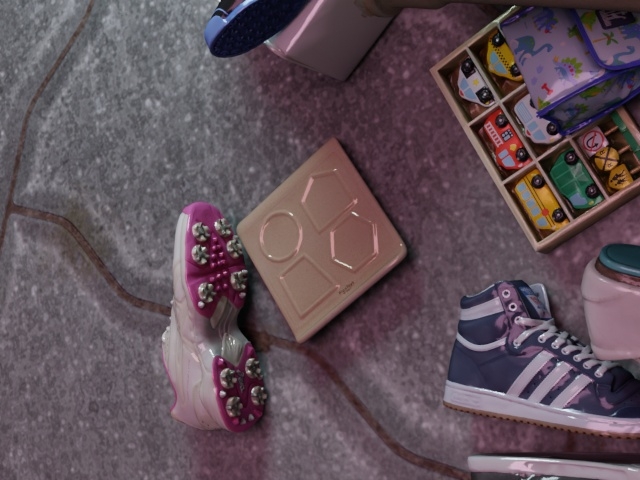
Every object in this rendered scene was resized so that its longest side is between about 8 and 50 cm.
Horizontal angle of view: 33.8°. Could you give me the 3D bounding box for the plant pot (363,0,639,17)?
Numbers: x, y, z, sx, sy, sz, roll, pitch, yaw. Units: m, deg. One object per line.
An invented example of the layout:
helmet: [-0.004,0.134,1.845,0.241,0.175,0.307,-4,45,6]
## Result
plant pot: [0.229,-0.349,0.988,0.305,0.334,0.334,14,91,16]

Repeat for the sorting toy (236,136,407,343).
sorting toy: [0.000,0.000,1.356,0.193,0.038,0.208,-41,59,21]

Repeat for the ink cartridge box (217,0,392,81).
ink cartridge box: [0.020,-0.439,1.324,0.279,0.160,0.385,46,108,27]

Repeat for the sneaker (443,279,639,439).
sneaker: [0.263,0.122,1.130,0.282,0.099,0.153,4,87,36]

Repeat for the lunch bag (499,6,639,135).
lunch bag: [0.286,-0.207,1.117,0.151,0.096,0.129,-28,64,24]

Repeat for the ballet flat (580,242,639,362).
ballet flat: [0.445,0.103,0.998,0.400,0.139,0.139,12,90,22]

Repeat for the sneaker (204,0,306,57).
sneaker: [-0.056,-0.315,1.220,0.232,0.081,0.090,-41,63,14]

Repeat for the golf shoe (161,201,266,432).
golf shoe: [-0.166,0.105,1.395,0.140,0.115,0.306,-14,80,38]

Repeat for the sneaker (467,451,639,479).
sneaker: [0.291,0.298,1.091,0.296,0.104,0.147,-7,81,38]

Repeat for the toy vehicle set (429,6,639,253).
toy vehicle set: [0.256,-0.139,1.207,0.166,0.035,0.267,-37,66,23]
